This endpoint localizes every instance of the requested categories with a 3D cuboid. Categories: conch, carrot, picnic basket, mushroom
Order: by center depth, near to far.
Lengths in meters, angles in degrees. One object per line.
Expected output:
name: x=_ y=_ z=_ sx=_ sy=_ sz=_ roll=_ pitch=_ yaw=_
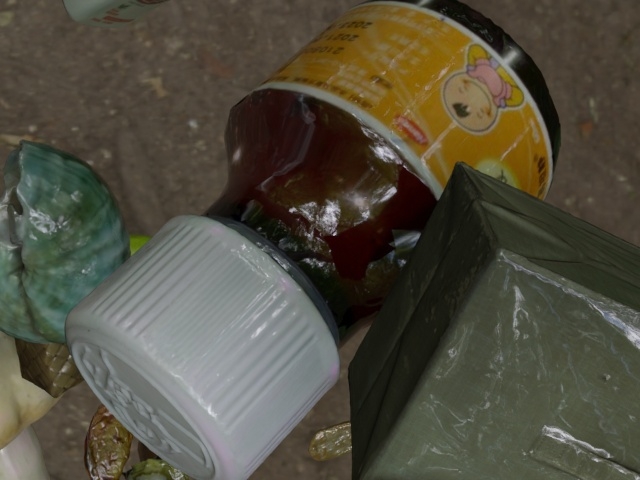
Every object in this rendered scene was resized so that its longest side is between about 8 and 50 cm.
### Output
conch: x=-0.316 y=0.010 z=1.107 sx=0.196 sy=0.277 sz=0.220 roll=-20 pitch=88 yaw=-8
picnic basket: x=-0.335 y=0.121 z=1.360 sx=0.179 sy=0.128 sz=0.137 roll=-23 pitch=126 yaw=-37
mushroom: x=-0.564 y=0.240 z=1.518 sx=0.325 sy=0.353 sz=0.352 roll=6 pitch=86 yaw=-49
carrot: x=-0.308 y=0.418 z=1.794 sx=0.055 sy=0.161 sz=0.055 roll=-10 pitch=113 yaw=-24

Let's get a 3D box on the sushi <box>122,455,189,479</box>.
sushi: x=-0.246 y=0.474 z=1.523 sx=0.131 sy=0.139 sz=0.290 roll=43 pitch=29 yaw=-44

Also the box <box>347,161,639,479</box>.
box: x=0.147 y=0.087 z=0.510 sx=0.231 sy=0.155 sz=0.148 roll=24 pitch=108 yaw=-6

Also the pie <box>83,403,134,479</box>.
pie: x=-0.341 y=0.325 z=1.576 sx=0.088 sy=0.033 sz=0.191 roll=33 pitch=57 yaw=-32

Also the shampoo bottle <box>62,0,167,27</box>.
shampoo bottle: x=-0.197 y=-0.362 z=1.282 sx=0.153 sy=0.284 sz=0.071 roll=-15 pitch=89 yaw=-68

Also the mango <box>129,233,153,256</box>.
mango: x=-0.380 y=0.083 z=1.730 sx=0.143 sy=0.293 sz=0.175 roll=-67 pitch=137 yaw=-87

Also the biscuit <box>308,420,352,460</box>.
biscuit: x=0.046 y=0.351 z=1.713 sx=0.147 sy=0.018 sz=0.071 roll=-11 pitch=119 yaw=-22

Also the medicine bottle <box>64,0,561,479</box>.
medicine bottle: x=0.000 y=0.000 z=0.748 sx=0.395 sy=0.243 sz=0.242 roll=-49 pitch=124 yaw=-25
